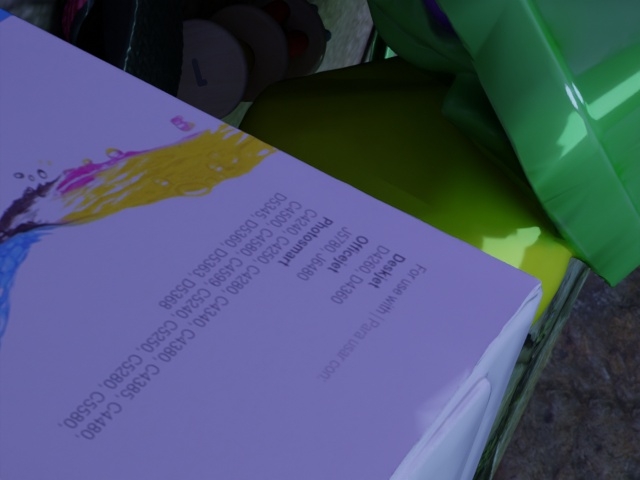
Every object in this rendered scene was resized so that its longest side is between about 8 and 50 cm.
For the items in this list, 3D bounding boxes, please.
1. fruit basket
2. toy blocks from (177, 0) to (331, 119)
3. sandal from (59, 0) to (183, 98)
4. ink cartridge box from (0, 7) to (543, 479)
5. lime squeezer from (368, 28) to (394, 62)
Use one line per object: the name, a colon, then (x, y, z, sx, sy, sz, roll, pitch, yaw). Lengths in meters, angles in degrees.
fruit basket: (0.067, -0.077, 0.860, 0.392, 0.283, 0.392, -23, 166, -6)
toy blocks: (-0.043, -0.073, 0.942, 0.148, 0.054, 0.123, -33, 147, -62)
sandal: (-0.090, -0.110, 0.772, 0.067, 0.040, 0.179, -44, 143, -63)
ink cartridge box: (-0.104, 0.072, 0.572, 0.197, 0.270, 0.198, -45, 157, -48)
lime squeezer: (0.000, 0.000, 1.208, 0.310, 0.059, 0.110, -61, 165, -5)
